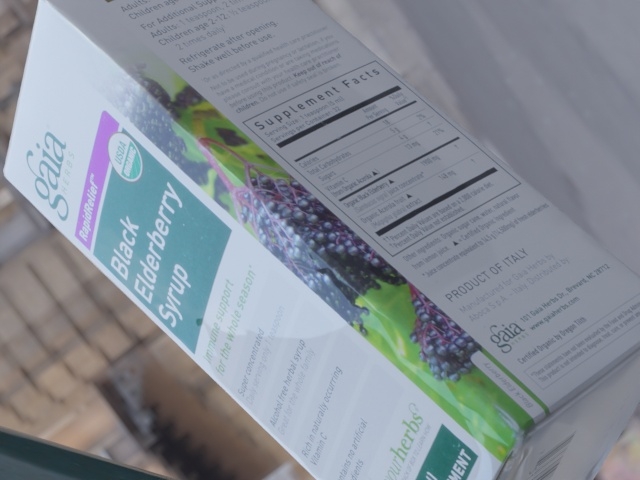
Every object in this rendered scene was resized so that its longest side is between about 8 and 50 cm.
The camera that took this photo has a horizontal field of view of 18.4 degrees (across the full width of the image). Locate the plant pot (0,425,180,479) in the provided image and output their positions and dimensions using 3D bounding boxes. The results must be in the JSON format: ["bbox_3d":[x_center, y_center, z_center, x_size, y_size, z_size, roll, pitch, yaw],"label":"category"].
[{"bbox_3d":[0.013,0.217,0.485,0.334,0.341,0.341,24,-174,-8],"label":"plant pot"}]

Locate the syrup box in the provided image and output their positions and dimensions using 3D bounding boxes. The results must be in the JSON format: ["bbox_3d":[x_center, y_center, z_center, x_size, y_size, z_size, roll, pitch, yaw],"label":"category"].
[{"bbox_3d":[0.000,0.000,0.696,0.237,0.096,0.093,42,137,21],"label":"syrup box"}]
